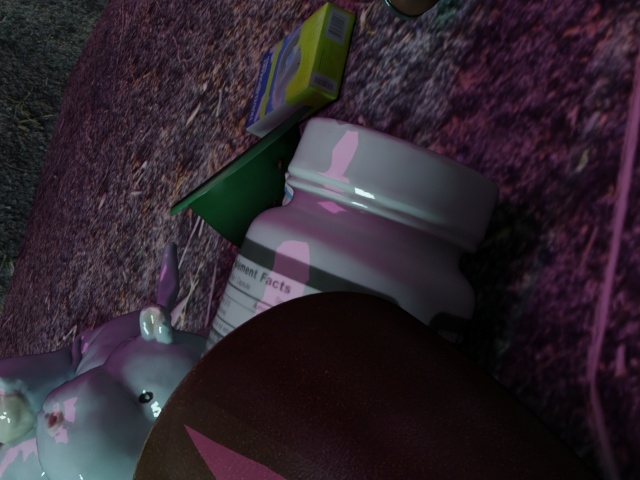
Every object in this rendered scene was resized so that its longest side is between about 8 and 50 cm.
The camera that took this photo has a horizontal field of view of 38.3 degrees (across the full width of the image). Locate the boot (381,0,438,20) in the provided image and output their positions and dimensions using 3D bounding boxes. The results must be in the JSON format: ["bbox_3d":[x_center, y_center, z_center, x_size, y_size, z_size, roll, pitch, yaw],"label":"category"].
[{"bbox_3d":[0.166,-0.306,0.707,0.280,0.096,0.264,12,75,59],"label":"boot"}]

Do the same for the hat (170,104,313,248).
[{"bbox_3d":[-0.040,-0.007,0.954,0.208,0.183,0.173,-36,8,10],"label":"hat"}]

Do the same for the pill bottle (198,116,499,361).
[{"bbox_3d":[0.006,0.075,0.612,0.161,0.161,0.283,21,90,67],"label":"pill bottle"}]

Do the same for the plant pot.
[{"bbox_3d":[0.057,0.157,0.418,0.230,0.215,0.215,22,92,53],"label":"plant pot"}]

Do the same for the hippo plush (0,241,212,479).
[{"bbox_3d":[-0.159,0.171,0.860,0.294,0.234,0.236,-34,16,-27],"label":"hippo plush"}]

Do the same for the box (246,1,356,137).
[{"bbox_3d":[-0.029,-0.185,1.046,0.178,0.042,0.109,-22,52,59],"label":"box"}]

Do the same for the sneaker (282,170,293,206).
[{"bbox_3d":[0.000,0.000,0.817,0.191,0.071,0.083,-121,48,-71],"label":"sneaker"}]
